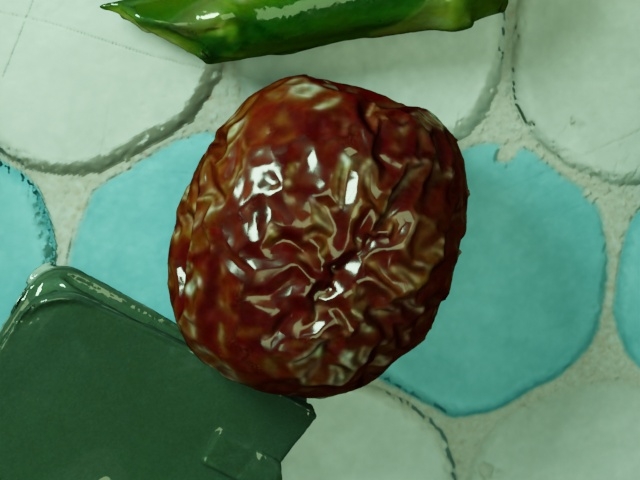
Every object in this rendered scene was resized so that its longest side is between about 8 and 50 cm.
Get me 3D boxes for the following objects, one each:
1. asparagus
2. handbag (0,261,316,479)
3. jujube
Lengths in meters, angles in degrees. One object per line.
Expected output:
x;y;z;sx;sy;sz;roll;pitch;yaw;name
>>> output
0.009;-0.183;1.448;0.343;0.082;0.085;-14;109;-10;asparagus
-0.161;0.178;1.482;0.260;0.079;0.248;29;94;-19;handbag
0.000;0.000;1.427;0.213;0.213;0.232;16;99;-17;jujube
